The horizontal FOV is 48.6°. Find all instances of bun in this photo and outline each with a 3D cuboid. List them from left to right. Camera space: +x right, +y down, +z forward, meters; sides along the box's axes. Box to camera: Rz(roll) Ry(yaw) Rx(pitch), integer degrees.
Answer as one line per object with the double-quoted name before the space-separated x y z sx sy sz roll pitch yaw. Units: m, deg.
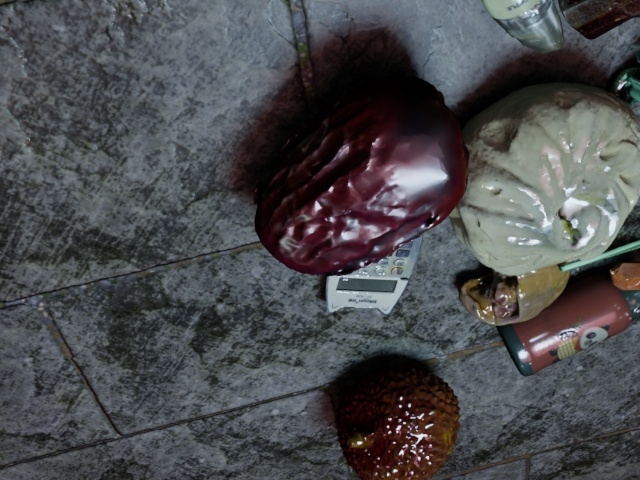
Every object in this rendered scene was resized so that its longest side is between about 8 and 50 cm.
"bun" 0.382 -0.089 1.196 0.359 0.211 0.360 -3 122 -5

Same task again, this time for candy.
"candy" 0.610 0.012 1.404 0.335 0.092 0.093 -16 176 -20

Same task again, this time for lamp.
"lamp" 0.295 -0.359 1.045 0.101 0.101 0.250 -39 131 19

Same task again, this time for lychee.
"lychee" 0.173 0.410 1.560 0.304 0.276 0.276 -7 137 -44

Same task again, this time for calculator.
"calculator" 0.103 0.036 1.373 0.177 0.040 0.268 4 128 -18

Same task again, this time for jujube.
"jujube" 0.070 -0.097 1.124 0.376 0.258 0.258 -33 131 32

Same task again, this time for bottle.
"bottle" 0.555 0.160 1.526 0.336 0.144 0.144 -27 131 7

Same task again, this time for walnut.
"walnut" 0.410 0.079 1.420 0.204 0.141 0.238 7 124 -26

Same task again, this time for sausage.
"sausage" 0.663 0.067 1.433 0.169 0.065 0.065 -8 131 -3

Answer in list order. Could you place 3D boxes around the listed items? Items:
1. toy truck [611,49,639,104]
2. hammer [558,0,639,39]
"toy truck" 0.636 -0.224 1.212 0.156 0.155 0.279 -45 125 12
"hammer" 0.358 -0.472 0.933 0.409 0.095 0.242 43 145 -24
